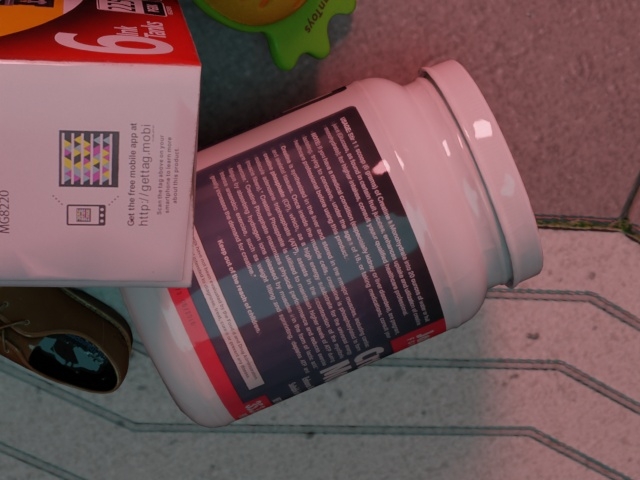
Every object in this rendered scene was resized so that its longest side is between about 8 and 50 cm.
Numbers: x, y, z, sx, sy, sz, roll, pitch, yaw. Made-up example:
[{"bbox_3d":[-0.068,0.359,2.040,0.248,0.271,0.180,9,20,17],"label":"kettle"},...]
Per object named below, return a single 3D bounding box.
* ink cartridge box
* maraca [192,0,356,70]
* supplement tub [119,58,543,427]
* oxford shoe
[{"bbox_3d":[-0.220,-0.088,0.788,0.271,0.309,0.130,0,112,-11],"label":"ink cartridge box"},{"bbox_3d":[-0.039,-0.199,0.896,0.185,0.099,0.127,41,75,-40],"label":"maraca"},{"bbox_3d":[0.000,0.000,0.932,0.272,0.191,0.191,-23,114,-1],"label":"supplement tub"},{"bbox_3d":[-0.233,0.051,0.973,0.212,0.076,0.076,27,107,-18],"label":"oxford shoe"}]
